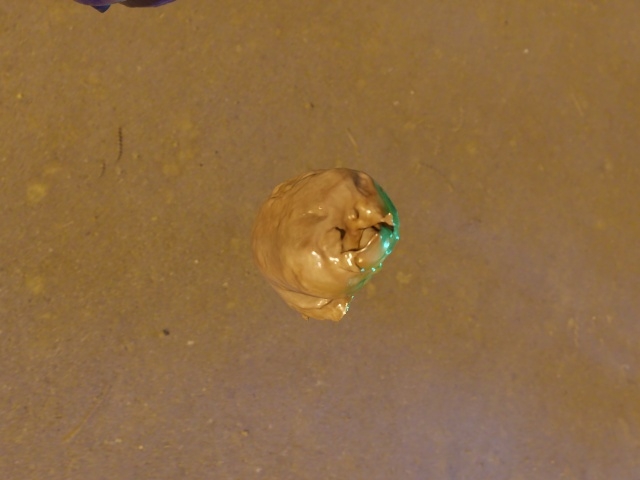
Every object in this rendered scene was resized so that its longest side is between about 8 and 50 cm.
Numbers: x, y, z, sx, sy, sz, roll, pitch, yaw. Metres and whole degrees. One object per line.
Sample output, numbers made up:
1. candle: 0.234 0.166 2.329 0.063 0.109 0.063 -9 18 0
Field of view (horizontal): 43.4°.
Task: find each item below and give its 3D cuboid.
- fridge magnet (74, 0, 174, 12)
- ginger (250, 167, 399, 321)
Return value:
1. fridge magnet: -0.167 -0.345 0.838 0.112 0.265 0.265 44 45 -47
2. ginger: 0.000 0.000 0.863 0.152 0.267 0.138 41 72 0
